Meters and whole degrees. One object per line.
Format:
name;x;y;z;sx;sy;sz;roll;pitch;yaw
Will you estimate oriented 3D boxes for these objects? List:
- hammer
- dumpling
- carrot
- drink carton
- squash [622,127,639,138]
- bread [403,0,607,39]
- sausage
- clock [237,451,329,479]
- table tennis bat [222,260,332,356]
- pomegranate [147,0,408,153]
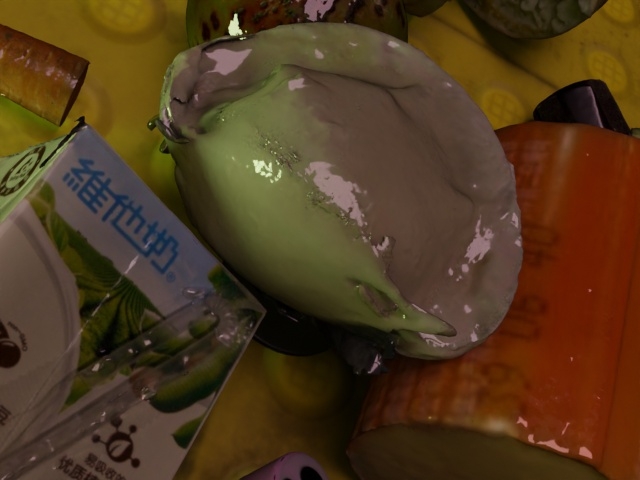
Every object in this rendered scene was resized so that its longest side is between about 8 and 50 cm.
hammer;0.440;-0.068;0.981;0.409;0.095;0.242;-7;69;-31
dumpling;0.013;-0.036;0.611;0.293;0.163;0.204;40;37;10
carrot;-0.294;-0.160;0.679;0.210;0.061;0.061;23;58;-11
drink carton;-0.196;0.112;0.514;0.194;0.132;0.324;50;52;-29
squash;0.353;-0.031;0.818;0.184;0.085;0.192;18;36;9
bread;0.182;-0.352;0.944;0.333;0.160;0.332;12;61;-23
sausage;0.169;0.080;0.689;0.233;0.233;0.287;31;55;-10
clock;-0.002;0.282;0.521;0.227;0.090;0.248;49;25;-12
table tennis bat;0.000;0.000;0.769;0.131;0.022;0.234;36;58;-6
pomegranate;-0.046;-0.167;0.742;0.246;0.198;0.198;-27;78;2
